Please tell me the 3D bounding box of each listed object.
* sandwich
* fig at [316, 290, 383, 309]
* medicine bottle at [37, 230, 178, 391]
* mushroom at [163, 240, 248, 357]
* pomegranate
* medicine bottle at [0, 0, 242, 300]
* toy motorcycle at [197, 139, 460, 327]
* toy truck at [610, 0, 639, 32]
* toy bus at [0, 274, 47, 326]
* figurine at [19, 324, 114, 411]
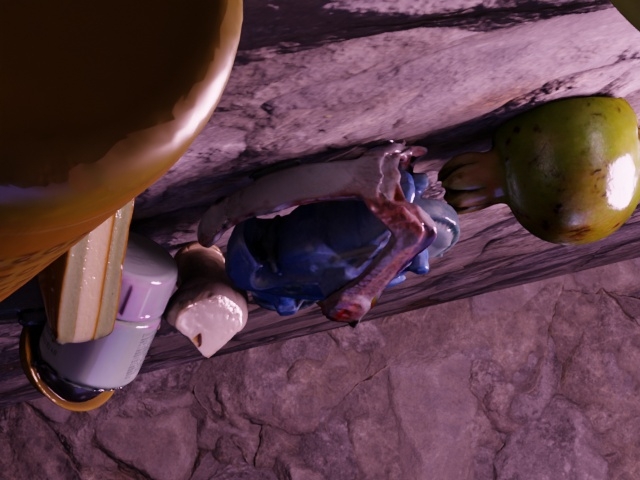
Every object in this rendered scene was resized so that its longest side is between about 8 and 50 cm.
[{"bbox_3d":[-0.228,0.011,1.096,0.113,0.163,0.079,-24,166,40],"label":"sandwich"},{"bbox_3d":[-0.013,0.035,1.672,0.245,0.149,0.149,9,177,19],"label":"fig"},{"bbox_3d":[-0.261,0.084,1.347,0.135,0.135,0.168,-2,126,-47],"label":"medicine bottle"},{"bbox_3d":[-0.151,0.078,1.462,0.108,0.096,0.247,-11,-160,-1],"label":"mushroom"},{"bbox_3d":[0.281,-0.074,1.318,0.240,0.159,0.190,-3,166,-23],"label":"pomegranate"},{"bbox_3d":[-0.219,-0.065,0.549,0.224,0.224,0.384,-6,166,-36],"label":"medicine bottle"},{"bbox_3d":[0.001,-0.018,1.341,0.319,0.241,0.182,-25,-155,29],"label":"toy motorcycle"},{"bbox_3d":[0.295,-0.204,0.738,0.210,0.148,0.187,-47,152,25],"label":"toy truck"},{"bbox_3d":[-0.433,0.071,1.378,0.268,0.092,0.106,-5,176,-40],"label":"toy bus"},{"bbox_3d":[-0.338,0.127,1.587,0.192,0.167,0.257,-20,153,-51],"label":"figurine"}]
